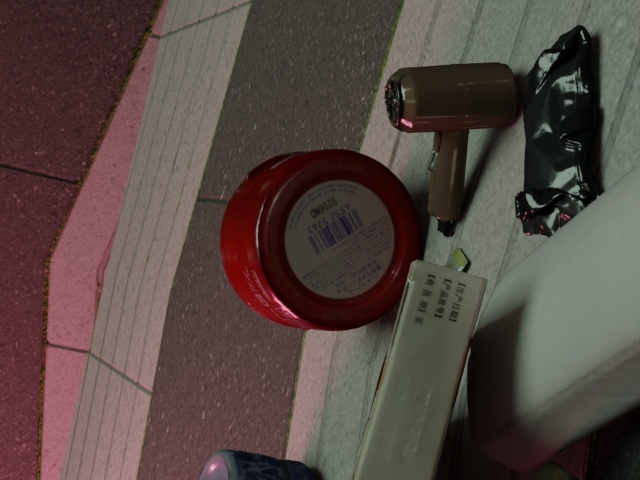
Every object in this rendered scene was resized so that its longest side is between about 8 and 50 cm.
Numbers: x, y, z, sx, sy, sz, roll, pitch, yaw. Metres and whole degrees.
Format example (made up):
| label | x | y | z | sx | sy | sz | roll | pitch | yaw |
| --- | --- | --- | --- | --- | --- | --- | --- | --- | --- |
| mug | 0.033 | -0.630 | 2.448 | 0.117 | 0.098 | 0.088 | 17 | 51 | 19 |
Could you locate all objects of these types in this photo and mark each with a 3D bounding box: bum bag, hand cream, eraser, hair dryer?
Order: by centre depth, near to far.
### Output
| label | x | y | z | sx | sy | sz | roll | pitch | yaw |
| --- | --- | --- | --- | --- | --- | --- | --- | --- | --- |
| eraser | 0.209 | 0.042 | 0.968 | 0.270 | 0.095 | 0.174 | -46 | 21 | 52 |
| bum bag | 0.197 | -0.090 | 1.157 | 0.087 | 0.049 | 0.197 | -34 | 45 | 54 |
| hair dryer | 0.120 | -0.082 | 1.305 | 0.064 | 0.117 | 0.181 | -115 | 23 | -57 |
| hand cream | 0.114 | 0.055 | 1.326 | 0.102 | 0.022 | 0.035 | -64 | 18 | 20 |
| hand cream | 0.000 | 0.000 | 1.419 | 0.125 | 0.193 | 0.193 | 0 | 77 | 67 |

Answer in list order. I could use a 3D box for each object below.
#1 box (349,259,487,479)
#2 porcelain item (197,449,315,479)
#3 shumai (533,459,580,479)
| label | x | y | z | sx | sy | sz | roll | pitch | yaw |
| --- | --- | --- | --- | --- | --- | --- | --- | --- | --- |
| box | 0.059 | 0.186 | 1.095 | 0.353 | 0.069 | 0.214 | 99 | -172 | -65 |
| porcelain item | -0.073 | 0.311 | 1.517 | 0.147 | 0.114 | 0.147 | -168 | 90 | -70 |
| shumai | 0.125 | 0.247 | 0.938 | 0.218 | 0.185 | 0.184 | -100 | 31 | -47 |
